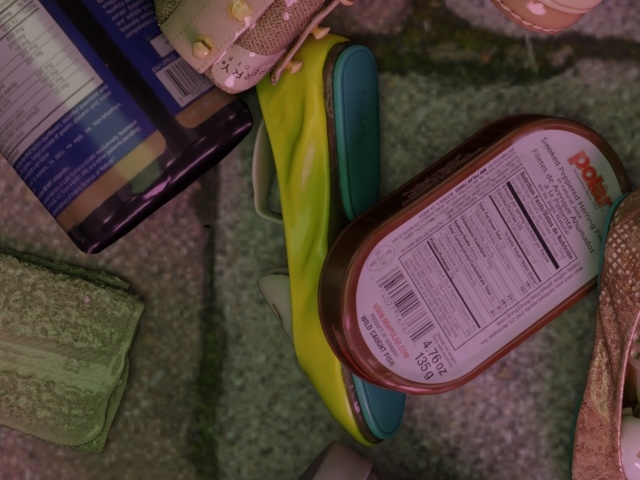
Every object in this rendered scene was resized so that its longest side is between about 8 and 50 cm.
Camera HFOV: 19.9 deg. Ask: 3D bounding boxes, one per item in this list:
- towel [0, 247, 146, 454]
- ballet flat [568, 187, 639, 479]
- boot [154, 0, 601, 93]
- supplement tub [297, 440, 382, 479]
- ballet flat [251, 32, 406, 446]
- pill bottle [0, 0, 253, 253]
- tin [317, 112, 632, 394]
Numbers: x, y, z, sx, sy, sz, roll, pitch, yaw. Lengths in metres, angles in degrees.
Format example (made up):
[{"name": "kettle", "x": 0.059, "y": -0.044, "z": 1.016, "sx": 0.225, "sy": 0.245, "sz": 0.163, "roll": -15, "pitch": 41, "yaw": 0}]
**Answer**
[{"name": "towel", "x": -0.183, "y": 0.059, "z": 1.071, "sx": 0.148, "sy": 0.027, "sz": 0.110, "roll": 16, "pitch": 100, "yaw": 5}, {"name": "ballet flat", "x": 0.179, "y": 0.074, "z": 0.987, "sx": 0.067, "sy": 0.073, "sz": 0.206, "roll": 25, "pitch": 123, "yaw": 46}, {"name": "boot", "x": 0.017, "y": -0.141, "z": 0.906, "sx": 0.203, "sy": 0.095, "sz": 0.262, "roll": -51, "pitch": 52, "yaw": 26}, {"name": "supplement tub", "x": 0.070, "y": 0.254, "z": 0.986, "sx": 0.272, "sy": 0.191, "sz": 0.191, "roll": 36, "pitch": 101, "yaw": 1}, {"name": "ballet flat", "x": 0.000, "y": 0.000, "z": 1.023, "sx": 0.077, "sy": 0.077, "sz": 0.230, "roll": -2, "pitch": 96, "yaw": 29}, {"name": "pill bottle", "x": -0.147, "y": -0.111, "z": 0.991, "sx": 0.123, "sy": 0.123, "sz": 0.219, "roll": -38, "pitch": 92, "yaw": 11}, {"name": "tin", "x": 0.087, "y": 0.008, "z": 0.984, "sx": 0.190, "sy": 0.040, "sz": 0.106, "roll": -36, "pitch": 109, "yaw": -14}]
